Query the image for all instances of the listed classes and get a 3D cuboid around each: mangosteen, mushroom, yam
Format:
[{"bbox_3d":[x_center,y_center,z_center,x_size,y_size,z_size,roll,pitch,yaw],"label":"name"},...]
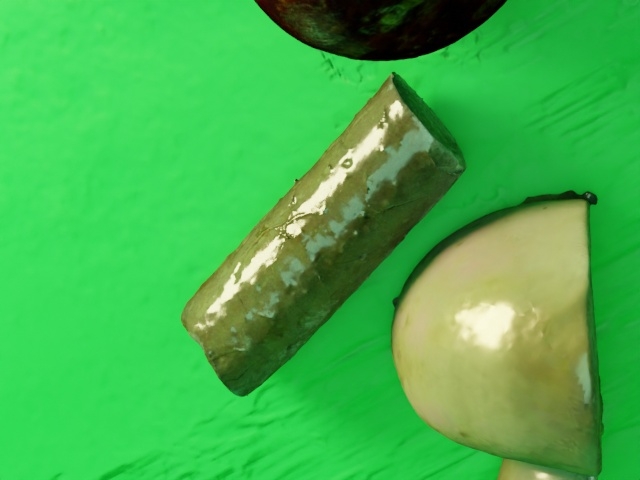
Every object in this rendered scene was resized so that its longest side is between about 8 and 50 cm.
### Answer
[{"bbox_3d":[0.019,-0.255,1.276,0.289,0.231,0.231,39,107,39],"label":"mangosteen"},{"bbox_3d":[0.124,0.098,1.332,0.162,0.173,0.236,-3,101,10],"label":"mushroom"},{"bbox_3d":[0.000,0.000,1.371,0.093,0.093,0.259,43,104,-2],"label":"yam"}]
